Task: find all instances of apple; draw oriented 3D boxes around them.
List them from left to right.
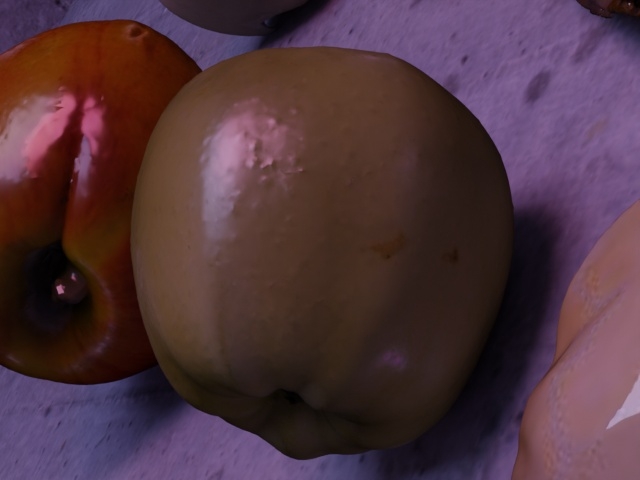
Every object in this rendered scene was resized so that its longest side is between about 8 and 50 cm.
[{"bbox_3d":[0.000,0.000,0.701,0.200,0.200,0.200,-48,23,27],"label":"apple"}]

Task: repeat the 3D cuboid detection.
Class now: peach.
[{"bbox_3d":[-0.163,-0.035,1.050,0.281,0.238,0.281,-164,90,-83],"label":"peach"}]

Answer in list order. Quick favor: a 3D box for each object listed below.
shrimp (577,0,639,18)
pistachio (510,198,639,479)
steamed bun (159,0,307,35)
[{"bbox_3d":[0.168,-0.174,0.748,0.143,0.052,0.251,-47,22,21],"label":"shrimp"},{"bbox_3d":[0.145,0.041,0.417,0.200,0.117,0.145,-42,62,20],"label":"pistachio"},{"bbox_3d":[-0.047,-0.272,1.276,0.200,0.170,0.225,-32,-7,-20],"label":"steamed bun"}]
